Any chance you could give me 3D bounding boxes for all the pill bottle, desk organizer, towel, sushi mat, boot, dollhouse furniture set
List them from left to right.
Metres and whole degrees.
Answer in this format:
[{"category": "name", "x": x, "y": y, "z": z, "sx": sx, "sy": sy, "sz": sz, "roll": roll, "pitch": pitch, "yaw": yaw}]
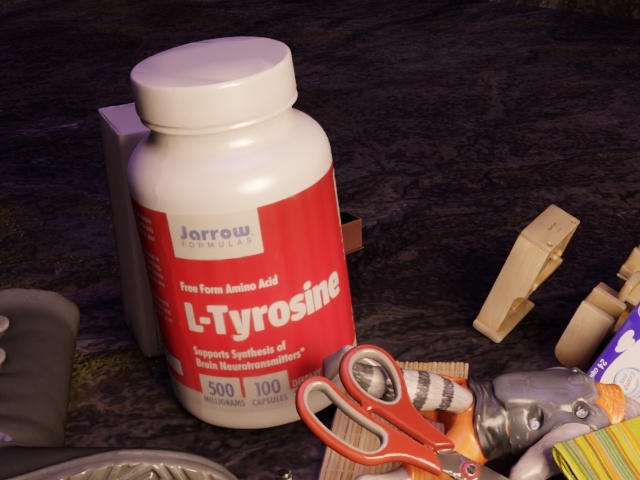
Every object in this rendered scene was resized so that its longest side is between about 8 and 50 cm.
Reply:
[{"category": "boot", "x": -0.286, "y": 0.194, "z": 1.206, "sx": 0.367, "sy": 0.146, "sz": 0.445, "roll": -5, "pitch": 21, "yaw": -10}, {"category": "pill bottle", "x": -0.090, "y": -0.010, "z": 1.270, "sx": 0.229, "sy": 0.407, "sz": 0.229, "roll": -7, "pitch": 26, "yaw": 3}, {"category": "desk organizer", "x": 0.000, "y": 0.000, "z": 1.671, "sx": 0.130, "sy": 0.050, "sz": 0.047, "roll": -20, "pitch": 31, "yaw": -33}, {"category": "sushi mat", "x": 0.084, "y": 0.221, "z": 1.243, "sx": 0.152, "sy": 0.019, "sz": 0.316, "roll": 4, "pitch": 27, "yaw": 8}, {"category": "dollhouse furniture set", "x": 0.342, "y": 0.096, "z": 1.407, "sx": 0.242, "sy": 0.161, "sz": 0.212, "roll": 35, "pitch": 39, "yaw": 18}, {"category": "towel", "x": 0.336, "y": 0.199, "z": 1.046, "sx": 0.237, "sy": 0.021, "sz": 0.102, "roll": -14, "pitch": 54, "yaw": -24}]

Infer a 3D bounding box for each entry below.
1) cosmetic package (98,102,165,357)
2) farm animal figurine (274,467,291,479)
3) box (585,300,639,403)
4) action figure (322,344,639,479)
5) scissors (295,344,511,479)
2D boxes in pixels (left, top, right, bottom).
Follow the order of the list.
[{"category": "cosmetic package", "x": -0.179, "y": -0.021, "z": 1.428, "sx": 0.160, "sy": 0.309, "sz": 0.113, "roll": -12, "pitch": 27, "yaw": -21}, {"category": "farm animal figurine", "x": -0.034, "y": 0.350, "z": 0.836, "sx": 0.330, "sy": 0.172, "sz": 0.327, "roll": -29, "pitch": 24, "yaw": -31}, {"category": "box", "x": 0.370, "y": 0.152, "z": 1.201, "sx": 0.137, "sy": 0.072, "sz": 0.126, "roll": 35, "pitch": 79, "yaw": 22}, {"category": "action figure", "x": 0.180, "y": 0.207, "z": 1.079, "sx": 0.330, "sy": 0.178, "sz": 0.341, "roll": 0, "pitch": 29, "yaw": -7}, {"category": "scissors", "x": 0.111, "y": 0.206, "z": 0.998, "sx": 0.297, "sy": 0.021, "sz": 0.109, "roll": 39, "pitch": 58, "yaw": 10}]
